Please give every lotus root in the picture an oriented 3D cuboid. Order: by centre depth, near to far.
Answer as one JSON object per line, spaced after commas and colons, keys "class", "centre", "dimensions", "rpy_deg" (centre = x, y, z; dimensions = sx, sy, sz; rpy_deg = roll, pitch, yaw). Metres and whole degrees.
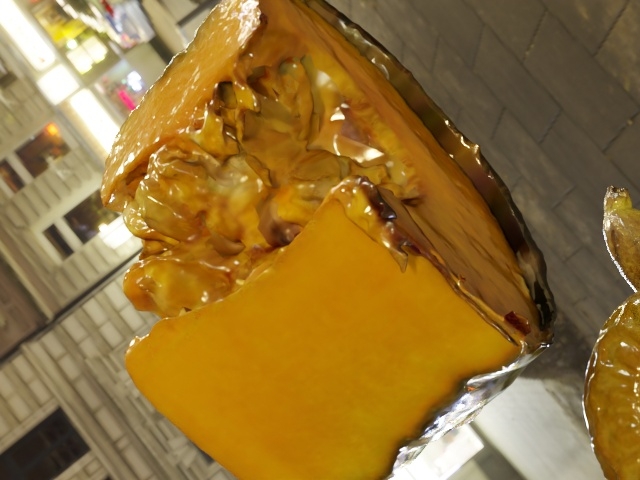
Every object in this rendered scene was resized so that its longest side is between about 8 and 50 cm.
{"class": "lotus root", "centre": [0.414, 0.016, 1.018], "dimensions": [0.191, 0.094, 0.108], "rpy_deg": [48, -152, 22]}

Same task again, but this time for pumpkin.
{"class": "pumpkin", "centre": [0.000, 0.000, 0.543], "dimensions": [0.256, 0.225, 0.303], "rpy_deg": [29, -145, -43]}

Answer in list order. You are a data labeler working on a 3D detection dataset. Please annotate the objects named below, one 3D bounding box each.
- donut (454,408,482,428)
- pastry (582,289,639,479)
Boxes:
{"class": "donut", "centre": [0.141, 0.184, 1.007], "dimensions": [0.140, 0.140, 0.059], "rpy_deg": [54, -161, -35]}
{"class": "pastry", "centre": [0.263, 0.100, 0.490], "dimensions": [0.103, 0.189, 0.189], "rpy_deg": [18, -155, -52]}
